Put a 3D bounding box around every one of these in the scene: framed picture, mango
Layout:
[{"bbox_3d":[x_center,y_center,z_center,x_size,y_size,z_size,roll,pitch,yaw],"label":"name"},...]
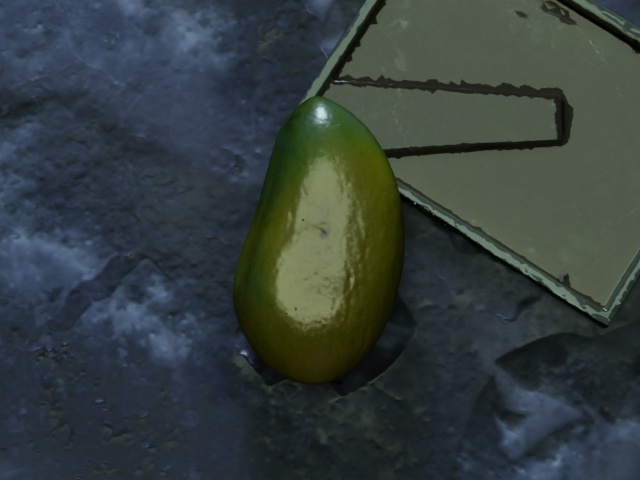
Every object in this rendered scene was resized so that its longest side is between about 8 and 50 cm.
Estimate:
[{"bbox_3d":[0.173,-0.114,1.267,0.335,0.022,0.247,32,85,5],"label":"framed picture"},{"bbox_3d":[0.006,0.004,1.216,0.137,0.091,0.237,17,91,-1],"label":"mango"}]
